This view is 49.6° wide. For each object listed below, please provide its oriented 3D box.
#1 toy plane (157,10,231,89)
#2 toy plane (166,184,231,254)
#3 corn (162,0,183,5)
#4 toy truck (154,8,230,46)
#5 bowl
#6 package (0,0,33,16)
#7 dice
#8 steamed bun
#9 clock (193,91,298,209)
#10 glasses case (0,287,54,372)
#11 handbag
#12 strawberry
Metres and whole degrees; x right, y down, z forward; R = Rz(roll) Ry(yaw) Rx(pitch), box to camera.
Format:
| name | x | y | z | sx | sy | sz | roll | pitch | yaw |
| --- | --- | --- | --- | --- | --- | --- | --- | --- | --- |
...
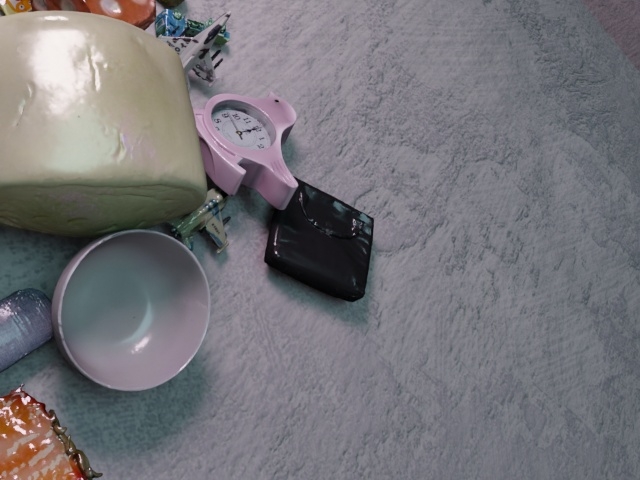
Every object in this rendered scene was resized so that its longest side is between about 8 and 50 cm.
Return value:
| name | x | y | z | sx | sy | sz | roll | pitch | yaw |
| --- | --- | --- | --- | --- | --- | --- | --- | --- | --- |
| toy plane | -0.269 | -0.415 | 1.499 | 0.160 | 0.234 | 0.082 | 34 | 21 | -29 |
| toy plane | -0.232 | -0.083 | 1.487 | 0.192 | 0.088 | 0.262 | 56 | 42 | -15 |
| corn | -0.413 | -0.662 | 1.531 | 0.320 | 0.097 | 0.097 | 50 | 53 | -15 |
| toy truck | -0.289 | -0.464 | 1.577 | 0.175 | 0.067 | 0.081 | 4 | 79 | -39 |
| bowl | -0.359 | 0.122 | 1.260 | 0.287 | 0.143 | 0.287 | 0 | 89 | -42 |
| package | -0.611 | -0.494 | 1.368 | 0.121 | 0.031 | 0.108 | 47 | 52 | -16 |
| dice | -0.452 | -0.464 | 1.374 | 0.175 | 0.174 | 0.179 | 55 | 46 | -16 |
| steamed bun | -0.424 | -0.200 | 1.221 | 0.455 | 0.290 | 0.371 | -5 | 71 | -35 |
| clock | -0.137 | -0.203 | 1.529 | 0.275 | 0.080 | 0.290 | -21 | 67 | -41 |
| glasses case | -0.571 | 0.181 | 1.158 | 0.282 | 0.067 | 0.109 | -37 | 95 | -36 |
| handbag | 0.000 | 0.000 | 1.623 | 0.275 | 0.088 | 0.244 | 24 | 60 | -24 |
| strawberry | -0.497 | 0.409 | 1.094 | 0.253 | 0.150 | 0.280 | 37 | 57 | 3 |
